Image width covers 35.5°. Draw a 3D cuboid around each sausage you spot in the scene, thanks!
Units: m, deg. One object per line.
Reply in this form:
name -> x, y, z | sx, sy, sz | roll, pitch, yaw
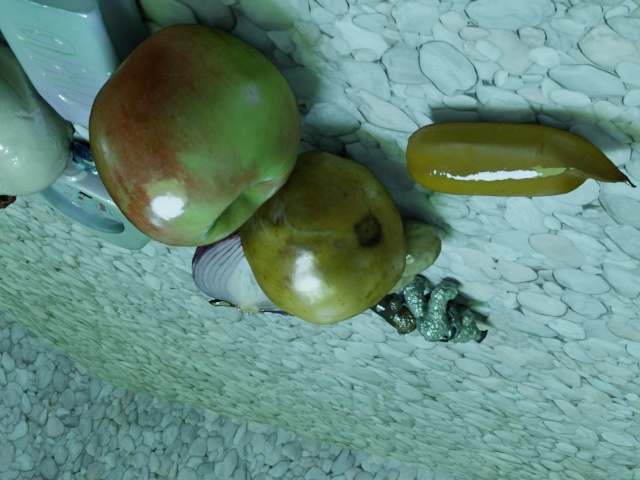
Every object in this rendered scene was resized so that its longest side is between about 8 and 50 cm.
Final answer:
sausage -> 0.274, -0.110, 1.381 | 0.328, 0.112, 0.112 | 7, 152, 35

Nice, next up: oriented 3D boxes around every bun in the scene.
bun -> -0.594, -0.246, 1.805 | 0.365, 0.219, 0.365 | 31, 156, 15

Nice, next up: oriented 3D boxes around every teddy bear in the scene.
teddy bear -> 0.251, 0.164, 2.004 | 0.133, 0.111, 0.213 | 6, 150, 46
teddy bear -> 0.172, 0.161, 2.119 | 0.161, 0.077, 0.119 | 20, 161, 8

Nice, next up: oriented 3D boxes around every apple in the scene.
apple -> -0.191, -0.159, 1.481 | 0.277, 0.319, 0.319 | 49, 159, 9

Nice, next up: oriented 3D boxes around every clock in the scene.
clock -> -0.485, -0.109, 2.143 | 0.324, 0.108, 0.265 | 31, 158, -14

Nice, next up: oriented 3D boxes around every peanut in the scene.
peanut -> 0.137, 0.036, 1.834 | 0.125, 0.111, 0.274 | 11, 161, -18

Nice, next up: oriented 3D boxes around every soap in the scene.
soap -> -0.380, -0.309, 1.582 | 0.208, 0.115, 0.347 | 19, 157, 13

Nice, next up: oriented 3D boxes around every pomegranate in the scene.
pomegranate -> 0.007, -0.008, 1.656 | 0.307, 0.307, 0.307 | 21, 157, 9

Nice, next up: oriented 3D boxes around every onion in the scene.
onion -> -0.107, 0.001, 1.957 | 0.267, 0.159, 0.348 | 14, 145, -3

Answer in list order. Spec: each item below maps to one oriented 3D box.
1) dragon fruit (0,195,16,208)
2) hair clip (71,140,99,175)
dragon fruit -> -0.824, -0.159, 2.223 | 0.315, 0.250, 0.250 | 31, 168, 43
hair clip -> -0.286, -0.138, 1.812 | 0.310, 0.194, 0.206 | 31, 169, -21
